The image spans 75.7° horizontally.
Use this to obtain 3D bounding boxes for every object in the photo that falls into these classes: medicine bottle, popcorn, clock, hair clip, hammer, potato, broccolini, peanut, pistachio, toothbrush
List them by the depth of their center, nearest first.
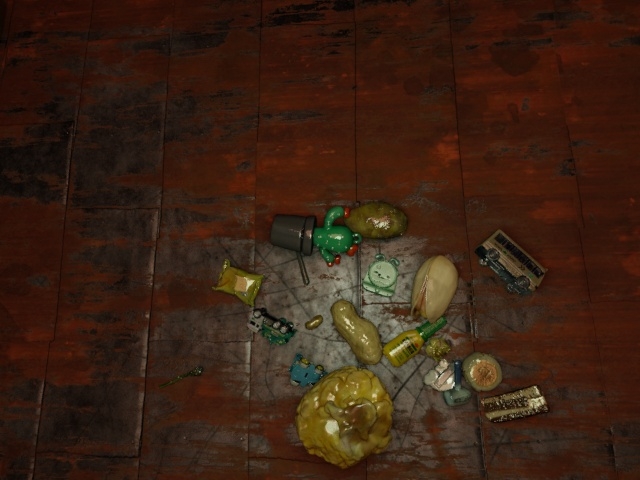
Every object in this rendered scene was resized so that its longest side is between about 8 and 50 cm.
[{"bbox_3d":[0.105,0.698,1.658,0.390,0.354,0.344,-19,114,35],"label":"popcorn"},{"bbox_3d":[0.572,0.593,1.720,0.116,0.069,0.193,-2,95,-18],"label":"hammer"},{"bbox_3d":[0.531,0.582,1.770,0.116,0.049,0.172,43,88,17],"label":"hair clip"},{"bbox_3d":[0.505,0.467,1.772,0.089,0.109,0.096,38,125,32],"label":"popcorn"},{"bbox_3d":[0.485,0.207,1.781,0.188,0.187,0.299,20,78,10],"label":"pistachio"},{"bbox_3d":[0.417,0.427,1.800,0.309,0.076,0.111,-36,91,-4],"label":"medicine bottle"},{"bbox_3d":[0.166,0.394,1.804,0.148,0.147,0.318,-35,74,-2],"label":"peanut"},{"bbox_3d":[-0.028,0.375,1.872,0.092,0.046,0.045,-33,41,-11],"label":"potato"},{"bbox_3d":[0.280,0.155,1.877,0.148,0.060,0.188,16,79,9],"label":"clock"},{"bbox_3d":[-0.643,0.627,1.885,0.218,0.042,0.044,-20,76,3],"label":"broccolini"},{"bbox_3d":[0.251,-0.094,1.891,0.299,0.141,0.175,6,70,7],"label":"potato"},{"bbox_3d":[-0.103,0.070,1.951,0.030,0.031,0.297,-22,77,28],"label":"toothbrush"}]

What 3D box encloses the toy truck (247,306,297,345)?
[{"bbox_3d":[-0.225,0.396,1.858,0.216,0.110,0.116,26,93,10],"label":"toy truck"}]

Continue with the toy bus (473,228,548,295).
[{"bbox_3d":[0.829,0.097,1.797,0.157,0.139,0.289,-41,74,-8],"label":"toy bus"}]

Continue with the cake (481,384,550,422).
[{"bbox_3d":[0.820,0.685,1.723,0.246,0.135,0.112,-30,62,29],"label":"cake"}]

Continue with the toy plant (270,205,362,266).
[{"bbox_3d":[-0.014,-0.028,1.857,0.401,0.185,0.279,10,89,5],"label":"toy plant"}]

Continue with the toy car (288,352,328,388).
[{"bbox_3d":[-0.055,0.574,1.821,0.162,0.098,0.126,18,109,-18],"label":"toy car"}]

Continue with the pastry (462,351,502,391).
[{"bbox_3d":[0.681,0.554,1.741,0.166,0.088,0.165,-1,76,5],"label":"pastry"}]

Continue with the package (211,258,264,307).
[{"bbox_3d":[-0.384,0.198,1.920,0.227,0.090,0.168,21,83,7],"label":"package"}]
